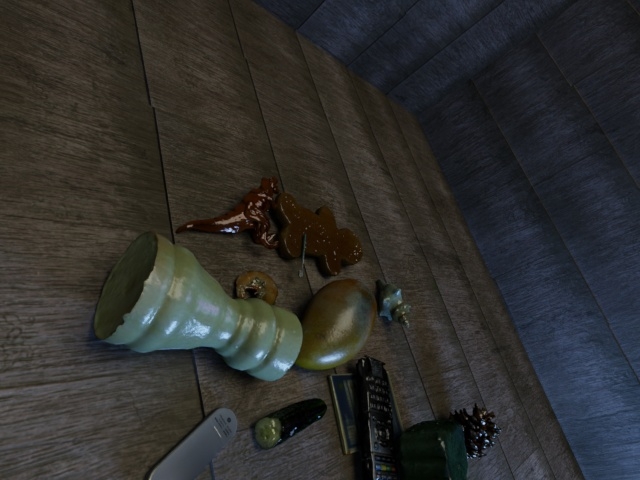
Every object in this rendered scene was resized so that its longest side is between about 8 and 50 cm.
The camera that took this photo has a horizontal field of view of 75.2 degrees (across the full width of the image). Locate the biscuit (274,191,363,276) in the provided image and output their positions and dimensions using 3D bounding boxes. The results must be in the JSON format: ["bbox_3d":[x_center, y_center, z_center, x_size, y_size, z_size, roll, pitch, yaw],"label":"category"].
[{"bbox_3d":[-0.001,0.000,1.536,0.432,0.064,0.282,17,57,-44],"label":"biscuit"}]

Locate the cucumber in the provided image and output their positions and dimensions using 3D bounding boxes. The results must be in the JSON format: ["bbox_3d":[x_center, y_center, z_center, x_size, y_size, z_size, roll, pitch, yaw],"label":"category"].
[{"bbox_3d":[-0.066,0.459,1.074,0.241,0.075,0.074,2,62,-55],"label":"cucumber"}]

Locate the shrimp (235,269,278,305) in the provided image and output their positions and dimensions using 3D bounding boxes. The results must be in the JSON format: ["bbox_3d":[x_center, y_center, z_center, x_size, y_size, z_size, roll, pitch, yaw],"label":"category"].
[{"bbox_3d":[-0.189,0.160,1.190,0.133,0.051,0.187,26,36,-12],"label":"shrimp"}]

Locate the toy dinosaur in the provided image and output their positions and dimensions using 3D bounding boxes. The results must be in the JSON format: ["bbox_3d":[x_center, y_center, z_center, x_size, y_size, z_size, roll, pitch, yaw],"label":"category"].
[{"bbox_3d":[-0.213,-0.056,1.272,0.208,0.097,0.432,59,40,-14],"label":"toy dinosaur"}]

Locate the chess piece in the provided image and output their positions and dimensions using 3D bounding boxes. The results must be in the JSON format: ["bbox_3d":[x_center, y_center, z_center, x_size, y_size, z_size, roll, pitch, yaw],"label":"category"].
[{"bbox_3d":[-0.248,0.181,0.949,0.442,0.234,0.234,36,39,-38],"label":"chess piece"}]

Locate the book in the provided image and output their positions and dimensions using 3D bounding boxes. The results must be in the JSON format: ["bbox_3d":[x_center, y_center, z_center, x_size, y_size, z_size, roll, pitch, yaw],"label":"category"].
[{"bbox_3d":[0.154,0.541,1.340,0.323,0.018,0.228,17,52,-45],"label":"book"}]

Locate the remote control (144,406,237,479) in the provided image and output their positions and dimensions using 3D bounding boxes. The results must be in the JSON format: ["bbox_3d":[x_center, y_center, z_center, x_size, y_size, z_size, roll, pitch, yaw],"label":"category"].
[{"bbox_3d":[-0.263,0.444,0.873,0.077,0.022,0.245,60,32,-2],"label":"remote control"}]

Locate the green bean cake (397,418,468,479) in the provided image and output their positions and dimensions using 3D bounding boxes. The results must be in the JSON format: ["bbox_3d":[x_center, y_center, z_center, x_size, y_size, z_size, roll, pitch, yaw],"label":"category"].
[{"bbox_3d":[0.355,0.728,1.274,0.300,0.169,0.307,30,50,-59],"label":"green bean cake"}]

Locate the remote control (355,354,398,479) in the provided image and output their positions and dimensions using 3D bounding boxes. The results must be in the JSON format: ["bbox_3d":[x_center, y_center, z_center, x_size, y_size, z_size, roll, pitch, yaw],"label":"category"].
[{"bbox_3d":[0.164,0.558,1.266,0.145,0.062,0.398,31,44,-35],"label":"remote control"}]

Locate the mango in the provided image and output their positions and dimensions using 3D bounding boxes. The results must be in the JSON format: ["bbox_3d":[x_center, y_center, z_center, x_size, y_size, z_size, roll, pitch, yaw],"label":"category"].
[{"bbox_3d":[0.046,0.254,1.284,0.384,0.199,0.221,-33,98,-45],"label":"mango"}]

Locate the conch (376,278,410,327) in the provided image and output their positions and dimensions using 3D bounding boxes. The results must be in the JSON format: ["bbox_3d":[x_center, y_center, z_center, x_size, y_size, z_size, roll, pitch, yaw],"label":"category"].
[{"bbox_3d":[0.281,0.248,1.657,0.114,0.137,0.233,-24,69,-27],"label":"conch"}]

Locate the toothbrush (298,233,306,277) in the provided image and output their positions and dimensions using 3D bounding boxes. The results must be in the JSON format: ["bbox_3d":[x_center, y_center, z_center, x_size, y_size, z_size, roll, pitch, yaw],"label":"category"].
[{"bbox_3d":[-0.060,0.048,1.380,0.014,0.011,0.167,25,53,-30],"label":"toothbrush"}]

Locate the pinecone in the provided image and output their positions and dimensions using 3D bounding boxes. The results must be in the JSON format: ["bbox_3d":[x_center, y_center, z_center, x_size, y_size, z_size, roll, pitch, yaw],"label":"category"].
[{"bbox_3d":[0.570,0.721,1.565,0.179,0.205,0.184,53,17,-14],"label":"pinecone"}]
